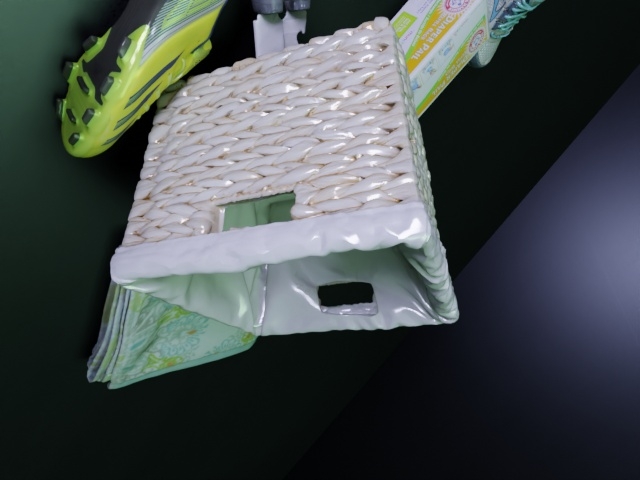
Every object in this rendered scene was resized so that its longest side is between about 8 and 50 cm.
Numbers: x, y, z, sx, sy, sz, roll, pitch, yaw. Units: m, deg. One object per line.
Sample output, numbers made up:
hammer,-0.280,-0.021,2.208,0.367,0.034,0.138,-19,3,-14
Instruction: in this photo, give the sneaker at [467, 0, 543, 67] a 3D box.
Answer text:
sneaker,0.347,-0.445,0.775,0.110,0.122,0.283,-29,147,-25

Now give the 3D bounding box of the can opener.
can opener,-0.057,-0.300,0.504,0.074,0.093,0.281,-24,137,-28

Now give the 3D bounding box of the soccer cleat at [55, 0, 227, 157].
soccer cleat,-0.178,-0.201,0.459,0.289,0.093,0.121,-51,156,13

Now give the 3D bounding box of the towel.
towel,-0.224,0.119,0.809,0.374,0.090,0.321,-7,135,-48

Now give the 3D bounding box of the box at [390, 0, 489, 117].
box,0.176,-0.326,0.721,0.203,0.114,0.103,-49,151,4

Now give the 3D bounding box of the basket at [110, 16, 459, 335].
basket,-0.011,-0.036,0.554,0.327,0.267,0.331,-8,154,19
